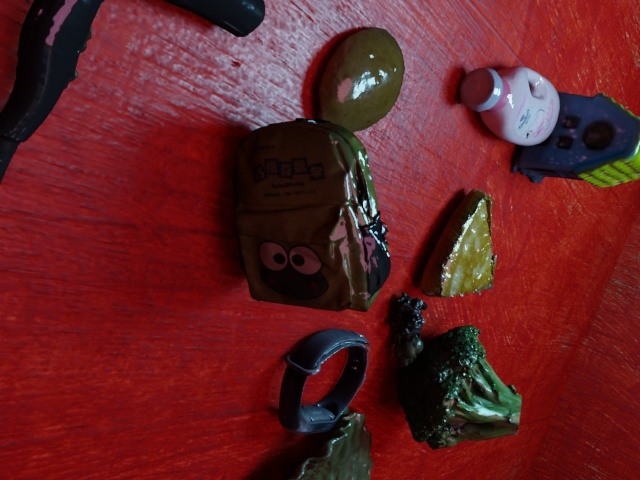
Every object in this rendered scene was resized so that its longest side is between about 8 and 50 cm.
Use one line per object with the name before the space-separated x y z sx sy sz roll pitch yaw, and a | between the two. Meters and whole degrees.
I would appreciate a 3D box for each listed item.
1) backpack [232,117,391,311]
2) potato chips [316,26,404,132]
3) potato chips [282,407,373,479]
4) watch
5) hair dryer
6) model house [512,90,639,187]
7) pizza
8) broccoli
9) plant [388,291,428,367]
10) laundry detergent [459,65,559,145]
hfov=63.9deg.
backpack | -0.015 -0.033 0.664 0.140 0.207 0.253 -44 131 -57
potato chips | 0.073 -0.237 0.777 0.202 0.049 0.150 -34 136 -41
potato chips | -0.004 0.516 1.023 0.373 0.097 0.389 -36 133 -33
watch | 0.006 0.250 0.928 0.206 0.068 0.193 28 84 -54
hair dryer | -0.217 -0.171 0.481 0.359 0.120 0.304 -60 156 8
model house | 0.667 -0.238 1.251 0.237 0.303 0.215 5 98 -48
pizza | 0.338 0.009 1.171 0.288 0.074 0.251 4 106 -50
broccoli | 0.314 0.335 1.166 0.308 0.275 0.307 11 90 -74
plant | 0.185 0.189 1.092 0.085 0.087 0.174 -9 113 -13
laundry detergent | 0.408 -0.292 1.089 0.335 0.088 0.159 0 104 -48
